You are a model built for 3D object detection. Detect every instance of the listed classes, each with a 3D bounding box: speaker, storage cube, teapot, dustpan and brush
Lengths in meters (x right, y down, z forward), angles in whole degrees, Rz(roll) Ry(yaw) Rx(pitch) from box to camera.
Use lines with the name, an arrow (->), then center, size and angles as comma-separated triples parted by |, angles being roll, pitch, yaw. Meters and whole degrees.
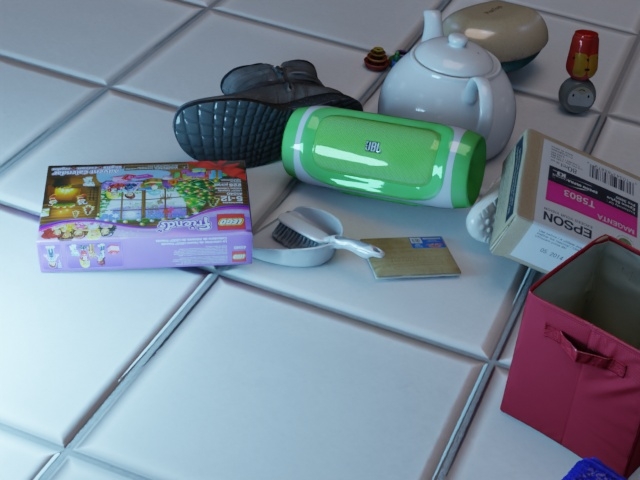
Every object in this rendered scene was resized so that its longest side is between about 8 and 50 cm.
speaker -> 0.096, -0.128, 1.903 | 0.296, 0.131, 0.131 | 11, 33, 20
storage cube -> 0.355, 0.140, 1.520 | 0.183, 0.193, 0.215 | 29, 40, 29
teapot -> 0.219, -0.255, 2.085 | 0.256, 0.187, 0.252 | 26, 38, 24
dustpan and brush -> 0.000, 0.000, 1.776 | 0.211, 0.060, 0.147 | 26, 38, 26

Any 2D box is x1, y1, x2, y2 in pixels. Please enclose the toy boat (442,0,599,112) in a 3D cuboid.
toy boat -> 0.365, -0.338, 2.299 | 0.318, 0.148, 0.267 | 21, 30, 32

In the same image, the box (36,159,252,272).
box -> -0.246, -0.039, 1.772 | 0.293, 0.057, 0.201 | -2, 35, -6

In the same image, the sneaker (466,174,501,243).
sneaker -> 0.289, -0.057, 1.914 | 0.094, 0.090, 0.235 | 13, 29, 42

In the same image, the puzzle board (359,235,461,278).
puzzle board -> 0.130, 0.026, 1.809 | 0.128, 0.011, 0.096 | -2, 34, -14

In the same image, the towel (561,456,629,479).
towel -> 0.352, 0.359, 1.300 | 0.308, 0.076, 0.227 | 27, 38, 27

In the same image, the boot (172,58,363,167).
boot -> -0.119, -0.218, 2.057 | 0.338, 0.118, 0.222 | -4, 29, -31

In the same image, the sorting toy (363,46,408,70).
sorting toy -> 0.132, -0.343, 2.326 | 0.102, 0.042, 0.061 | -9, 37, -24

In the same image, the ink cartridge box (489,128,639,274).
ink cartridge box -> 0.373, -0.032, 1.790 | 0.234, 0.088, 0.193 | 22, 45, -8
